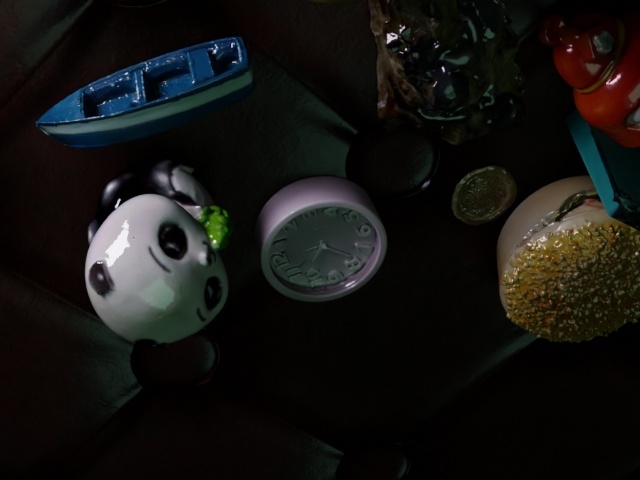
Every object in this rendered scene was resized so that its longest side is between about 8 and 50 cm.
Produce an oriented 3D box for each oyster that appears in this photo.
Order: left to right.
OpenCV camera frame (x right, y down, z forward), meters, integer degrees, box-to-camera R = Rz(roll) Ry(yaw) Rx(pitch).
[{"bbox_3d":[0.186,-0.274,1.459,0.221,0.096,0.361,-16,132,-10],"label":"oyster"}]

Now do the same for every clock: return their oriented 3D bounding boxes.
[{"bbox_3d":[0.000,0.000,1.637,0.196,0.068,0.197,-7,129,-8],"label":"clock"}]

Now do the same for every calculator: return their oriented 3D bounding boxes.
[{"bbox_3d":[0.494,-0.080,1.583,0.274,0.248,0.058,17,129,-26],"label":"calculator"}]

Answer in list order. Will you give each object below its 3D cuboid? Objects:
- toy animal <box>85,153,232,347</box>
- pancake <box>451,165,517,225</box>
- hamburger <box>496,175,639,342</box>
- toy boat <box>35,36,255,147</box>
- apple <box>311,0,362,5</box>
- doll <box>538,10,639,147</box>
[{"bbox_3d":[-0.218,0.013,1.472,0.212,0.267,0.213,-7,124,-11],"label":"toy animal"},{"bbox_3d":[0.256,-0.070,1.682,0.114,0.011,0.115,-6,127,-8],"label":"pancake"},{"bbox_3d":[0.420,0.038,1.703,0.301,0.170,0.302,-6,129,-8],"label":"hamburger"},{"bbox_3d":[-0.231,-0.187,1.421,0.299,0.096,0.062,-18,138,3],"label":"toy boat"},{"bbox_3d":[0.023,-0.376,1.274,0.173,0.188,0.188,-22,129,10],"label":"apple"},{"bbox_3d":[0.449,-0.226,1.509,0.363,0.160,0.183,24,87,-25],"label":"doll"}]
